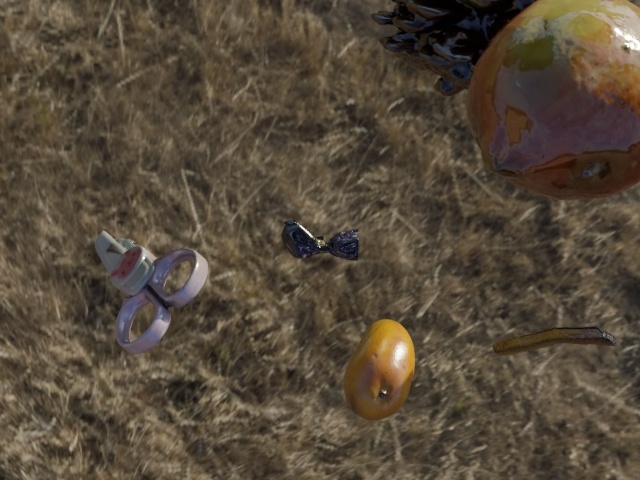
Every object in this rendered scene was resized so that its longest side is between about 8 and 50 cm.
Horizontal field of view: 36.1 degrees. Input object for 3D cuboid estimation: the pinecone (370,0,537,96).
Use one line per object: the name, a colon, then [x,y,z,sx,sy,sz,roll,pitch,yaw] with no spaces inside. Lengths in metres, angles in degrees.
pinecone: [0.303,-0.386,1.618,0.398,0.398,0.397,4,71,-12]

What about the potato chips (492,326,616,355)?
potato chips: [0.341,0.152,1.475,0.037,0.204,0.026,44,50,-32]

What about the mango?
mango: [0.105,0.221,1.751,0.112,0.145,0.219,27,38,-12]

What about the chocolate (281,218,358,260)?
chocolate: [0.000,0.004,1.841,0.147,0.070,0.072,8,91,3]

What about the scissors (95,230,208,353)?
scissors: [-0.196,0.036,1.046,0.030,0.242,0.118,42,84,-33]

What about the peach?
peach: [0.264,-0.144,1.065,0.232,0.232,0.256,39,66,2]
